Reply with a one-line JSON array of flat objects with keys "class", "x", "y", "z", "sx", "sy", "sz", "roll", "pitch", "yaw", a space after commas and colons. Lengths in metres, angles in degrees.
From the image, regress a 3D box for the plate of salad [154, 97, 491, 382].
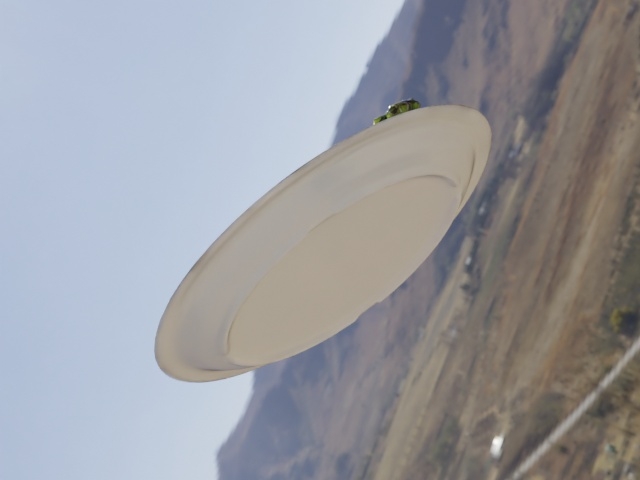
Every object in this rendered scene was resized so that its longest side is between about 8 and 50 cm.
[{"class": "plate of salad", "x": 0.000, "y": 0.000, "z": 0.510, "sx": 0.200, "sy": 0.048, "sz": 0.200, "roll": -31, "pitch": -24, "yaw": -15}]
